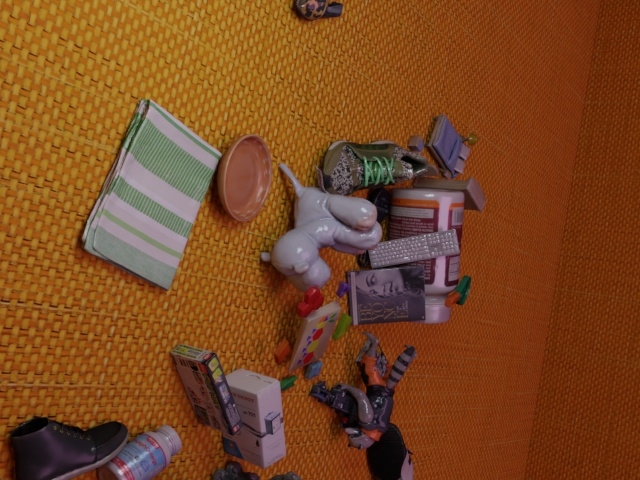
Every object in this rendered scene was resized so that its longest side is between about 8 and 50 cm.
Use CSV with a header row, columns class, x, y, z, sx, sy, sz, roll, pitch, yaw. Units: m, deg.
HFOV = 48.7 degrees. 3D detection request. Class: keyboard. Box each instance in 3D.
class,x,y,z,sx,sy,sz,roll,pitch,yaw
keyboard,0.266,0.024,2.031,0.014,0.256,0.072,-29,108,-77

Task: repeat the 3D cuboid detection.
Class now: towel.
class,x,y,z,sx,sy,sz,roll,pitch,yaw
towel,-0.331,-0.088,1.429,0.248,0.038,0.324,36,67,-50

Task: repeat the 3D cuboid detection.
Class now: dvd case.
class,x,y,z,sx,sy,sz,roll,pitch,yaw
dvd case,0.191,0.160,2.041,0.018,0.221,0.164,-93,179,-75

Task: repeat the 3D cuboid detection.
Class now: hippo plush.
class,x,y,z,sx,sy,sz,roll,pitch,yaw
hippo plush,0.000,0.000,1.718,0.236,0.234,0.294,-60,138,-28

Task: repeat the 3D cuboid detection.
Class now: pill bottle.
class,x,y,z,sx,sy,sz,roll,pitch,yaw
pill bottle,0.312,0.041,2.147,0.224,0.224,0.392,-6,101,-52
pill bottle,-0.363,0.445,1.435,0.160,0.087,0.087,-31,120,-47

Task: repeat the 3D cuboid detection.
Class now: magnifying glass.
class,x,y,z,sx,sy,sz,roll,pitch,yaw
magnifying glass,0.408,0.160,2.099,0.231,0.026,0.092,-19,123,-65

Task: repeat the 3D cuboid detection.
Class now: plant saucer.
class,x,y,z,sx,sy,sz,roll,pitch,yaw
plant saucer,-0.175,-0.143,1.601,0.200,0.037,0.199,-36,131,-57

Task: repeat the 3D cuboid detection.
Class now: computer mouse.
class,x,y,z,sx,sy,sz,roll,pitch,yaw
computer mouse,0.147,-0.042,2.076,0.071,0.041,0.242,20,87,-43

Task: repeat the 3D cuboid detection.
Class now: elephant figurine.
class,x,y,z,sx,sy,sz,roll,pitch,yaw
elephant figurine,-0.144,0.618,1.625,0.169,0.239,0.186,-55,135,-32

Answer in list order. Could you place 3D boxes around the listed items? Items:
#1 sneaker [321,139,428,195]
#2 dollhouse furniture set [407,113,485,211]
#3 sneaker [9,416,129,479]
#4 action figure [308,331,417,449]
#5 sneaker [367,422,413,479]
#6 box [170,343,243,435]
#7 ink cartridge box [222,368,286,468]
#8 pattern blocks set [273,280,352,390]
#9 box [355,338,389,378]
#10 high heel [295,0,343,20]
class,x,y,z,sx,sy,sz,roll,pitch,yaw
sneaker,0.158,-0.203,1.936,0.410,0.182,0.158,-22,114,-49
dollhouse furniture set,0.435,-0.286,2.276,0.286,0.198,0.303,46,59,-46
sneaker,-0.454,0.363,1.303,0.222,0.083,0.118,-22,113,-48
action figure,0.136,0.435,2.016,0.341,0.179,0.330,25,80,-48
sneaker,0.234,0.709,2.266,0.146,0.123,0.330,-46,131,-62
box,-0.247,0.327,1.546,0.036,0.114,0.207,-41,127,-42
ink cartridge box,-0.161,0.413,1.652,0.082,0.140,0.190,-22,112,-47
pattern blocks set,-0.017,0.243,1.810,0.285,0.026,0.324,-4,124,-54
box,0.161,0.374,2.165,0.094,0.027,0.137,-58,136,-31
high heel,0.004,-0.672,1.722,0.186,0.093,0.261,-29,127,-54
